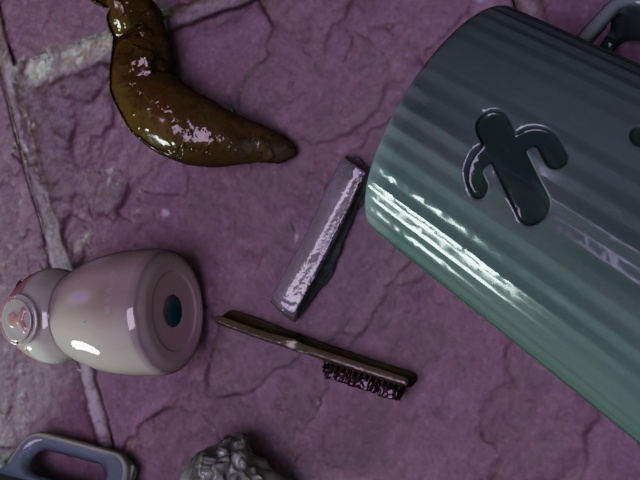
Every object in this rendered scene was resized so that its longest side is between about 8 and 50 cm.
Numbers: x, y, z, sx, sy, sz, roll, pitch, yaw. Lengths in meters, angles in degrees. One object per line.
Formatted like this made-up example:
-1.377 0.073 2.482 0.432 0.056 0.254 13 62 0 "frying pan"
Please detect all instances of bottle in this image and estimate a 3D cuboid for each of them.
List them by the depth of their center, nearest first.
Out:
-0.273 0.088 1.468 0.236 0.147 0.148 -3 93 26 "bottle"

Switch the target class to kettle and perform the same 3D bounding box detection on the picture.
-0.354 0.347 1.542 0.243 0.160 0.211 3 68 16 "kettle"

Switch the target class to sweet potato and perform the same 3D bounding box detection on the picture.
-0.175 -0.170 1.432 0.124 0.098 0.310 -46 81 12 "sweet potato"

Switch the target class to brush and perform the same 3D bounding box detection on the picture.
-0.010 0.132 1.414 0.248 0.043 0.036 17 95 20 "brush"

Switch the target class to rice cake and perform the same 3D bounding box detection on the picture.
0.000 0.000 1.404 0.047 0.036 0.207 34 108 29 "rice cake"

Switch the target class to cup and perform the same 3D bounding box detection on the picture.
0.298 -0.039 1.171 0.392 0.401 0.310 35 140 21 "cup"

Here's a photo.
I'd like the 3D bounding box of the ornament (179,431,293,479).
-0.049 0.350 1.406 0.285 0.130 0.120 45 122 13 "ornament"
